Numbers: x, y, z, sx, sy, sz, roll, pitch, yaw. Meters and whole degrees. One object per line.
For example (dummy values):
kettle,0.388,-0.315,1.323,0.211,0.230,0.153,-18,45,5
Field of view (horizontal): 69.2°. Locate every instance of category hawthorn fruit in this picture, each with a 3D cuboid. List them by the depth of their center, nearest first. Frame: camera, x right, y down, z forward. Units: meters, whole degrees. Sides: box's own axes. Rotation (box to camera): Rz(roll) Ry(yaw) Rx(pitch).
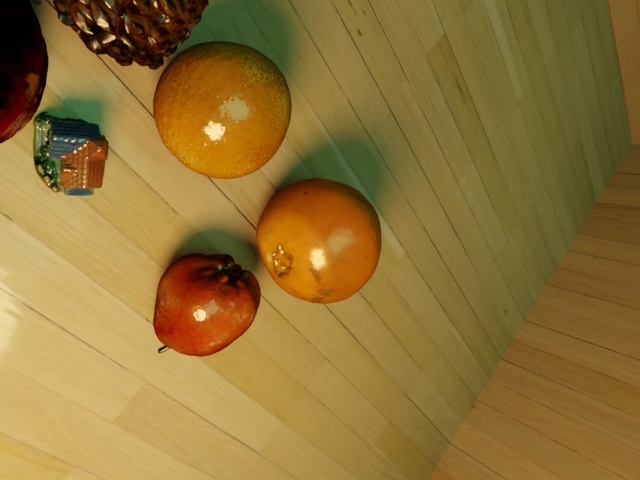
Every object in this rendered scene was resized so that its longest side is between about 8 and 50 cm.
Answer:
hawthorn fruit,-0.266,0.154,1.025,0.224,0.224,0.260,29,106,-39

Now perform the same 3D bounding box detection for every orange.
orange,-0.191,-0.261,0.929,0.274,0.274,0.274,-11,108,-36
orange,0.000,0.000,1.123,0.312,0.312,0.311,-11,108,-36

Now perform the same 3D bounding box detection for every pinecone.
pinecone,-0.313,-0.443,0.777,0.242,0.296,0.298,43,38,-24

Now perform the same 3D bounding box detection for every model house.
model house,-0.441,-0.152,0.832,0.120,0.149,0.148,1,98,-38

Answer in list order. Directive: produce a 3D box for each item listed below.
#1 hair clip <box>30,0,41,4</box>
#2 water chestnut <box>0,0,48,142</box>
hair clip,-0.482,-0.499,0.783,0.124,0.052,0.195,-3,97,-57
water chestnut,-0.546,-0.269,0.603,0.336,0.347,0.334,-3,96,-31
